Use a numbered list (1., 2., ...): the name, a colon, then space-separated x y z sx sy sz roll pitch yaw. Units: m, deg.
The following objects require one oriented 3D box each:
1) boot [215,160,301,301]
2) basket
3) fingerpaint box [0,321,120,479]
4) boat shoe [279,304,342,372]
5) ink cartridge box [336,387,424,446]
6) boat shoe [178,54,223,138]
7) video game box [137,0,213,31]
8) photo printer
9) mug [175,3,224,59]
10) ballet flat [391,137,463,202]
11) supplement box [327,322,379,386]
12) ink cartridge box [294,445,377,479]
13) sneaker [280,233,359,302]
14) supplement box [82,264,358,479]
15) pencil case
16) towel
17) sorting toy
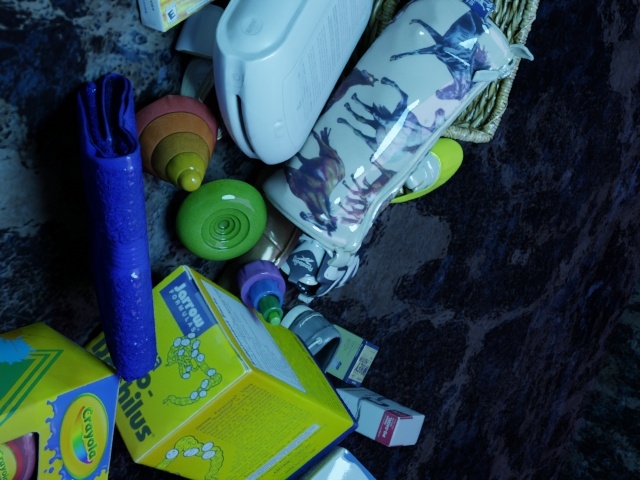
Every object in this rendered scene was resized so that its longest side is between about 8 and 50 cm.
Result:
1. boot: -0.079 -0.041 1.592 0.115 0.112 0.305 38 83 -27
2. basket: 0.169 -0.318 1.613 0.213 0.223 0.299 -3 115 -55
3. fingerpaint box: -0.441 0.363 1.252 0.371 0.163 0.444 -17 125 -50
4. boat shoe: -0.062 0.269 1.799 0.116 0.099 0.319 21 94 -59
5. ink cartridge box: 0.104 0.334 2.041 0.109 0.151 0.063 11 99 -57
6. boat shoe: -0.157 -0.154 1.404 0.063 0.059 0.170 -13 122 -51
7. video game box: -0.145 -0.378 1.279 0.205 0.048 0.187 -41 140 -33
8. photo printer: -0.036 -0.264 1.380 0.256 0.107 0.307 81 32 -64
9. mug: -0.149 -0.265 1.354 0.062 0.078 0.064 11 95 -24
10. ballet flat: 0.111 -0.088 1.621 0.077 0.231 0.077 -96 165 -78
11. supplement box: 0.044 0.206 1.925 0.083 0.083 0.056 -63 149 -3
12. ink cartridge box: -0.055 0.459 1.738 0.270 0.151 0.395 -42 -174 -14
13. sneaker: 0.000 0.000 1.706 0.153 0.094 0.235 -42 153 -45
14. supplement box: -0.133 0.214 1.516 0.195 0.194 0.356 -40 148 6
15. pencil case: 0.097 -0.161 1.480 0.410 0.183 0.160 -51 144 0
16. towel: -0.244 -0.015 1.262 0.076 0.227 0.308 -5 122 -9
17. sorting toy: -0.127 -0.015 1.397 0.127 0.126 0.365 -28 129 0
